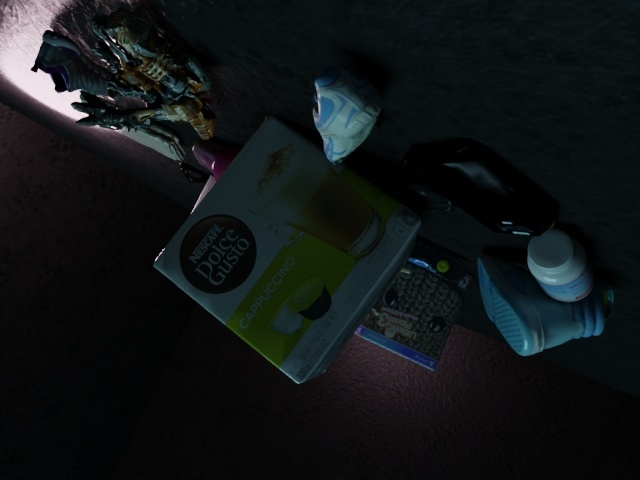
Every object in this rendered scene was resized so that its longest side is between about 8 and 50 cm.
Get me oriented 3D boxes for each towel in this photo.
[{"bbox_3d":[-0.517,-0.318,1.441,0.282,0.049,0.187,26,171,-3],"label":"towel"}]

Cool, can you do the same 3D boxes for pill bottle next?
[{"bbox_3d":[0.390,0.040,0.839,0.087,0.087,0.160,19,171,39],"label":"pill bottle"}]

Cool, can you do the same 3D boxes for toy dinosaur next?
[{"bbox_3d":[-0.262,-0.238,0.827,0.218,0.164,0.322,6,145,16],"label":"toy dinosaur"}]

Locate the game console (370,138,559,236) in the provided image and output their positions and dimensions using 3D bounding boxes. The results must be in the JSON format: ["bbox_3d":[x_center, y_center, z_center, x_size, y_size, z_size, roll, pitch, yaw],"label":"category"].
[{"bbox_3d":[0.184,-0.081,0.839,0.213,0.044,0.361,30,171,-26],"label":"game console"}]

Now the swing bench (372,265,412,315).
[{"bbox_3d":[0.059,0.033,1.351,0.253,0.165,0.254,31,-173,-43],"label":"swing bench"}]

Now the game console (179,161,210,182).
[{"bbox_3d":[-0.453,-0.246,1.868,0.107,0.071,0.122,56,167,-6],"label":"game console"}]

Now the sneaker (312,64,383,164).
[{"bbox_3d":[0.030,-0.162,0.678,0.086,0.085,0.237,51,177,2],"label":"sneaker"}]

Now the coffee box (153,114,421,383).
[{"bbox_3d":[-0.043,0.033,1.006,0.334,0.338,0.338,36,176,12],"label":"coffee box"}]

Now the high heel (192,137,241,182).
[{"bbox_3d":[-0.198,-0.128,1.377,0.181,0.127,0.377,33,173,23],"label":"high heel"}]

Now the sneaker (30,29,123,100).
[{"bbox_3d":[-0.509,-0.336,1.076,0.083,0.098,0.223,22,172,20],"label":"sneaker"}]

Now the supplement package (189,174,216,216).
[{"bbox_3d":[-0.358,-0.064,1.854,0.145,0.262,0.204,23,172,14],"label":"supplement package"}]

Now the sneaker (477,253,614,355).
[{"bbox_3d":[0.443,0.107,1.023,0.208,0.127,0.319,-11,-156,4],"label":"sneaker"}]

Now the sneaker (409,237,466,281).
[{"bbox_3d":[0.275,0.039,1.322,0.209,0.069,0.082,25,-175,-1],"label":"sneaker"}]

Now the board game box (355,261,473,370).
[{"bbox_3d":[0.259,0.183,1.478,0.232,0.291,0.141,25,173,-7],"label":"board game box"}]
